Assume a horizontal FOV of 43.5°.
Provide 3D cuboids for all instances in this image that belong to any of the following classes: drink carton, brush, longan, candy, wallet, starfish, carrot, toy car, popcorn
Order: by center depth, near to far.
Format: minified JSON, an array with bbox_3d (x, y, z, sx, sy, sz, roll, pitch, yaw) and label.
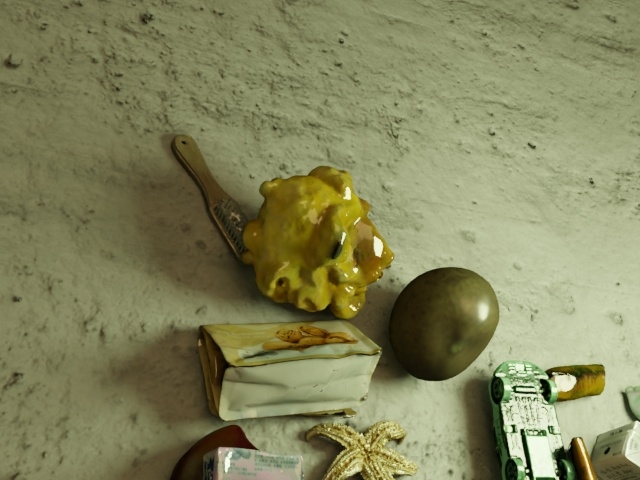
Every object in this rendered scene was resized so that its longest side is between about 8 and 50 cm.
[{"bbox_3d":[-0.115,0.390,1.333,0.160,0.092,0.073,13,65,-23],"label":"candy"},{"bbox_3d":[0.081,0.428,1.571,0.238,0.071,0.216,33,51,3],"label":"starfish"},{"bbox_3d":[0.000,0.000,1.617,0.316,0.281,0.297,16,96,-17],"label":"popcorn"},{"bbox_3d":[0.553,0.500,1.671,0.042,0.195,0.161,-19,66,12],"label":"wallet"},{"bbox_3d":[0.254,0.175,1.673,0.215,0.246,0.246,14,59,-3],"label":"longan"},{"bbox_3d":[0.429,0.410,1.689,0.136,0.125,0.305,5,56,-16],"label":"toy car"},{"bbox_3d":[-0.222,-0.101,1.717,0.070,0.065,0.327,-26,75,-29],"label":"brush"},{"bbox_3d":[0.720,0.507,1.756,0.222,0.134,0.102,35,59,-2],"label":"drink carton"},{"bbox_3d":[0.576,0.322,1.822,0.173,0.082,0.082,-1,65,-23],"label":"carrot"}]

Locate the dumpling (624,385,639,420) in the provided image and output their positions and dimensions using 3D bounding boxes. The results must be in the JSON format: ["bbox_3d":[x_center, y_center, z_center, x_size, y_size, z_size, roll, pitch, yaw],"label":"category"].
[{"bbox_3d":[0.821,0.387,1.862,0.217,0.149,0.105,33,16,4],"label":"dumpling"}]

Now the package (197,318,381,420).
[{"bbox_3d":[-0.067,0.260,1.564,0.311,0.221,0.165,0,104,-25],"label":"package"}]

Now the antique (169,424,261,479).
[{"bbox_3d":[-0.151,0.467,1.411,0.224,0.129,0.278,-4,66,-29],"label":"antique"}]
